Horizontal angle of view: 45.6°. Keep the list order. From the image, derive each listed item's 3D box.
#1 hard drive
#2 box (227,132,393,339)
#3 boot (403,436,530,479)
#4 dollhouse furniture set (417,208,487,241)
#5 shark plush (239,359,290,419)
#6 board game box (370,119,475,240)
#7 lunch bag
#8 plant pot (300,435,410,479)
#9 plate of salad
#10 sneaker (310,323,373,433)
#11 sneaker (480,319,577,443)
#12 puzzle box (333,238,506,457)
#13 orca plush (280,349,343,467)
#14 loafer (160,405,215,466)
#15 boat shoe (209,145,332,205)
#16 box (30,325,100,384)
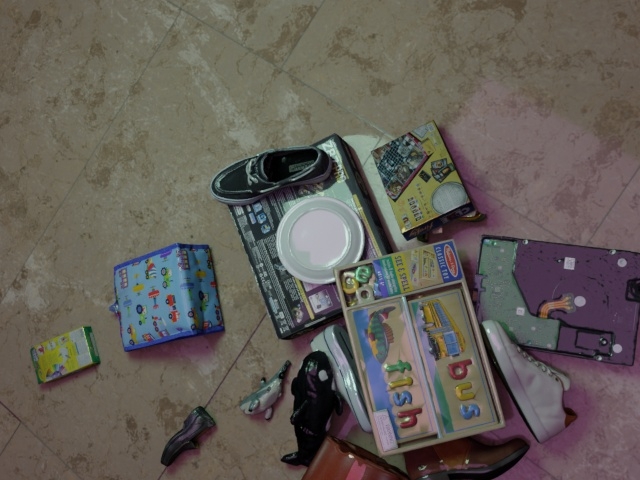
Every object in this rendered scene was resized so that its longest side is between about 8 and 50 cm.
[{"bbox_3d":[0.495,0.123,1.611,0.339,0.064,0.237,7,85,18],"label":"hard drive"},{"bbox_3d":[-0.020,-0.007,1.782,0.318,0.097,0.395,-27,76,15],"label":"box"},{"bbox_3d":[0.278,0.391,1.645,0.264,0.096,0.280,-23,59,0],"label":"boot"},{"bbox_3d":[0.291,-0.031,1.694,0.152,0.076,0.058,-4,81,28],"label":"dollhouse furniture set"},{"bbox_3d":[-0.131,0.347,1.797,0.067,0.073,0.161,38,102,49],"label":"shark plush"},{"bbox_3d":[0.224,-0.137,1.703,0.165,0.042,0.243,-25,56,13],"label":"board game box"},{"bbox_3d":[-0.410,0.147,1.885,0.293,0.138,0.221,-15,81,25],"label":"lunch bag"},{"bbox_3d":[0.045,0.577,1.610,0.272,0.272,0.265,24,83,20],"label":"plant pot"},{"bbox_3d":[0.000,0.000,1.699,0.200,0.048,0.200,-1,80,7],"label":"plate of salad"},{"bbox_3d":[0.058,0.320,1.728,0.091,0.094,0.258,-34,69,30],"label":"sneaker"},{"bbox_3d":[0.434,0.269,1.571,0.123,0.106,0.290,-30,102,3],"label":"sneaker"},{"bbox_3d":[0.204,0.222,1.596,0.272,0.052,0.409,-14,77,-2],"label":"puzzle box"},{"bbox_3d":[-0.047,0.389,1.699,0.151,0.102,0.287,37,118,32],"label":"orca plush"},{"bbox_3d":[-0.322,0.484,1.838,0.061,0.062,0.170,38,97,14],"label":"loafer"},{"bbox_3d":[-0.126,-0.154,1.735,0.301,0.102,0.108,-9,78,17],"label":"boat shoe"},{"bbox_3d":[-0.670,0.302,1.986,0.179,0.043,0.105,-21,77,12],"label":"box"}]
